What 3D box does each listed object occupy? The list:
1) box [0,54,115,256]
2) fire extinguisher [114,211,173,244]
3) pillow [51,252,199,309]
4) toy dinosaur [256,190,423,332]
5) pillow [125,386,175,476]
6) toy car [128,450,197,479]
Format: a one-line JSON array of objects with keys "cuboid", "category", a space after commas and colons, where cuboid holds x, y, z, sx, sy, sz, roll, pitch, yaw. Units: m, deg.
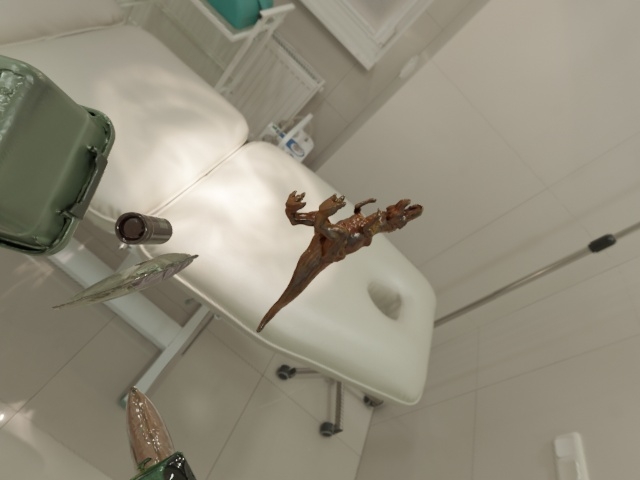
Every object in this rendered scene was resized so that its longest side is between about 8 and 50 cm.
[{"cuboid": [-0.249, -0.071, 0.287, 0.172, 0.093, 0.123, 15, 75, 2], "category": "box"}, {"cuboid": [-0.411, -0.031, 1.005, 0.099, 0.071, 0.231, 24, 0, -2], "category": "fire extinguisher"}, {"cuboid": [-0.296, 0.064, 0.643, 0.131, 0.233, 0.038, -34, 104, -61], "category": "pillow"}, {"cuboid": [0.000, 0.000, 0.856, 0.208, 0.433, 0.097, 57, 2, -39], "category": "toy dinosaur"}, {"cuboid": [-0.352, 0.447, 0.894, 0.084, 0.236, 0.223, -14, 54, -31], "category": "pillow"}, {"cuboid": [-0.249, 0.358, 0.454, 0.141, 0.321, 0.097, 58, 11, 9], "category": "toy car"}]
